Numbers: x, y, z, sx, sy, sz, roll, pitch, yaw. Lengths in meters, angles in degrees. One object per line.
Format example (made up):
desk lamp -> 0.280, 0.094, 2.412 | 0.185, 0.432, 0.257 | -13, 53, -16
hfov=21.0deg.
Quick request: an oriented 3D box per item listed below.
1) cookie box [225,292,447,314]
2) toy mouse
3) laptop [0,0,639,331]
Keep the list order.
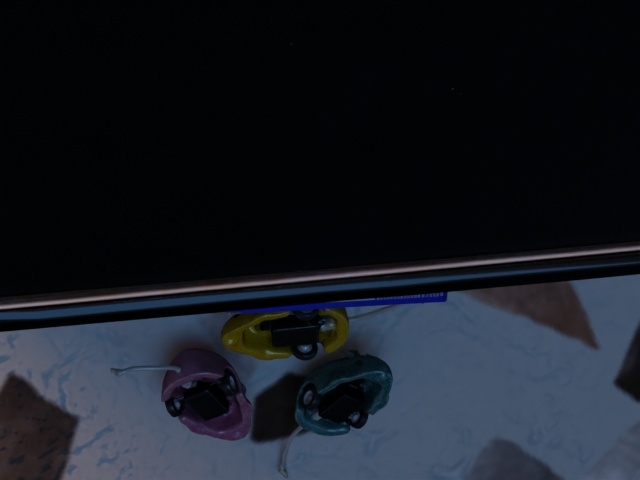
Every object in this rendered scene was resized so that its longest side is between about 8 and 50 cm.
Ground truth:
cookie box -> 0.000, 0.000, 0.838 | 0.107, 0.092, 0.040 | -3, 110, -10
toy mouse -> -0.023, 0.072, 0.892 | 0.161, 0.031, 0.143 | -8, 140, -1
laptop -> -0.011, -0.101, 0.639 | 0.382, 0.408, 0.236 | -4, 104, -10
